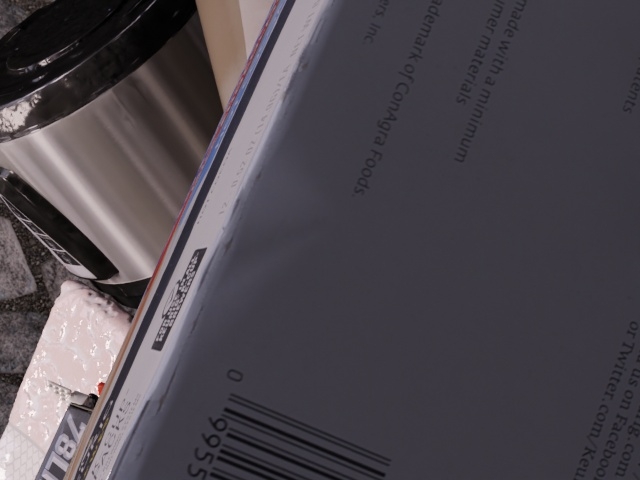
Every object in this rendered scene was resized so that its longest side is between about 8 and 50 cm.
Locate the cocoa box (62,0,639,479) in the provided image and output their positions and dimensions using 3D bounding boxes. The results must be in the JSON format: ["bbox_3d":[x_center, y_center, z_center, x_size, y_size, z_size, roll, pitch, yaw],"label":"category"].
[{"bbox_3d":[0.053,0.024,0.496,0.347,0.231,0.228,-67,11,-9],"label":"cocoa box"}]

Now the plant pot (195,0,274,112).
[{"bbox_3d":[0.021,-0.210,1.030,0.323,0.323,0.280,134,140,-57],"label":"plant pot"}]

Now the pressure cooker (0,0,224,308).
[{"bbox_3d":[-0.205,-0.116,1.493,0.375,0.420,0.370,-14,37,31],"label":"pressure cooker"}]

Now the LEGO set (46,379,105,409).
[{"bbox_3d":[-0.256,0.240,1.243,0.182,0.060,0.244,26,-98,-76],"label":"LEGO set"}]

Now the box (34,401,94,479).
[{"bbox_3d":[-0.238,0.345,1.188,0.293,0.073,0.296,67,-138,-65],"label":"box"}]

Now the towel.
[{"bbox_3d":[-0.288,0.251,1.484,0.331,0.053,0.317,28,95,38],"label":"towel"}]
